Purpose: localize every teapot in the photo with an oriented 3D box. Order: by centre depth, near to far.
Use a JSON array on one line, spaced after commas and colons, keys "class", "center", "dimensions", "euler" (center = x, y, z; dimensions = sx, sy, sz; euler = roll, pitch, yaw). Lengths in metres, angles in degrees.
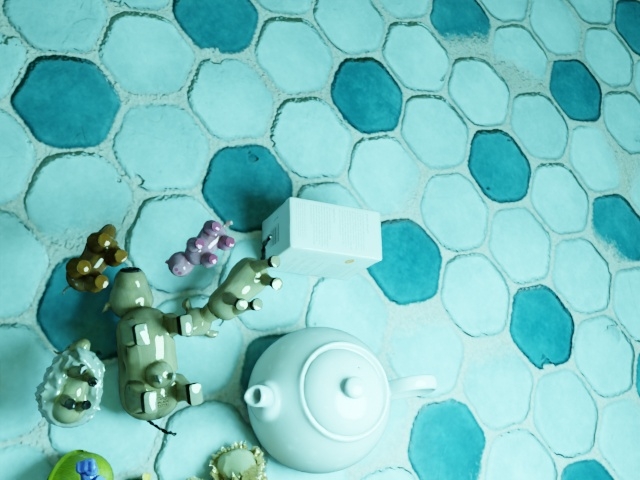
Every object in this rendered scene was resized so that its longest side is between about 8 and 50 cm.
[{"class": "teapot", "center": [0.022, 0.244, 1.249], "dimensions": [0.252, 0.187, 0.256], "euler": [44, 58, -7]}]

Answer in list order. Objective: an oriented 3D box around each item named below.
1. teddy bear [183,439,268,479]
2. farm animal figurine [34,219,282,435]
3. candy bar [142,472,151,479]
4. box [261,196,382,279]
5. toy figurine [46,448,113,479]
[{"class": "teddy bear", "center": [-0.077, 0.459, 1.163], "dimensions": [0.338, 0.113, 0.245], "euler": [33, 48, 3]}, {"class": "farm animal figurine", "center": [-0.239, 0.121, 1.185], "dimensions": [0.330, 0.172, 0.326], "euler": [13, 79, -31]}, {"class": "candy bar", "center": [-0.232, 0.414, 1.140], "dimensions": [0.018, 0.040, 0.161], "euler": [-18, 75, -4]}, {"class": "box", "center": [0.000, 0.000, 1.359], "dimensions": [0.171, 0.130, 0.091], "euler": [9, 68, -25]}, {"class": "toy figurine", "center": [-0.272, 0.364, 0.951], "dimensions": [0.191, 0.217, 0.362], "euler": [45, 26, -6]}]
